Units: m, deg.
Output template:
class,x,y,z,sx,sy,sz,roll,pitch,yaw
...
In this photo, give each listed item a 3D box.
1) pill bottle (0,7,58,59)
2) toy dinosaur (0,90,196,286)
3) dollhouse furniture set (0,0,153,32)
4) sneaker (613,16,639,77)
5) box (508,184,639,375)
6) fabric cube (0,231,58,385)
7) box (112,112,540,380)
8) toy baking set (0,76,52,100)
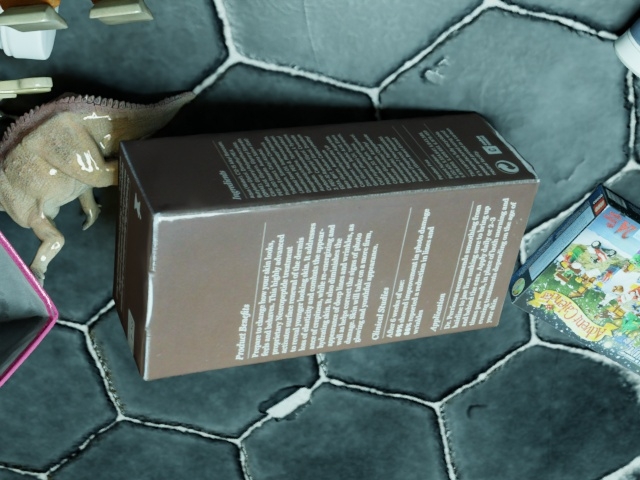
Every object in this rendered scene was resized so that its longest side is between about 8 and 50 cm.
class,x,y,z,sx,sy,sz,roll,pitch,yaw
pill bottle,-0.364,-0.224,1.037,0.246,0.136,0.136,5,125,-5
toy dinosaur,-0.274,-0.086,1.150,0.296,0.127,0.200,-32,113,13
dollhouse furniture set,-0.160,-0.312,0.961,0.259,0.135,0.262,-6,95,-1
sneaker,0.419,-0.182,1.109,0.226,0.086,0.163,28,123,-18
box,0.350,0.057,1.301,0.233,0.044,0.159,29,120,-19
fabric cube,-0.457,0.064,1.069,0.258,0.254,0.259,-9,122,41
box,0.000,0.000,1.129,0.381,0.143,0.191,-7,128,-23
toy baking set,-0.358,-0.141,1.043,0.197,0.256,0.030,-3,95,31
